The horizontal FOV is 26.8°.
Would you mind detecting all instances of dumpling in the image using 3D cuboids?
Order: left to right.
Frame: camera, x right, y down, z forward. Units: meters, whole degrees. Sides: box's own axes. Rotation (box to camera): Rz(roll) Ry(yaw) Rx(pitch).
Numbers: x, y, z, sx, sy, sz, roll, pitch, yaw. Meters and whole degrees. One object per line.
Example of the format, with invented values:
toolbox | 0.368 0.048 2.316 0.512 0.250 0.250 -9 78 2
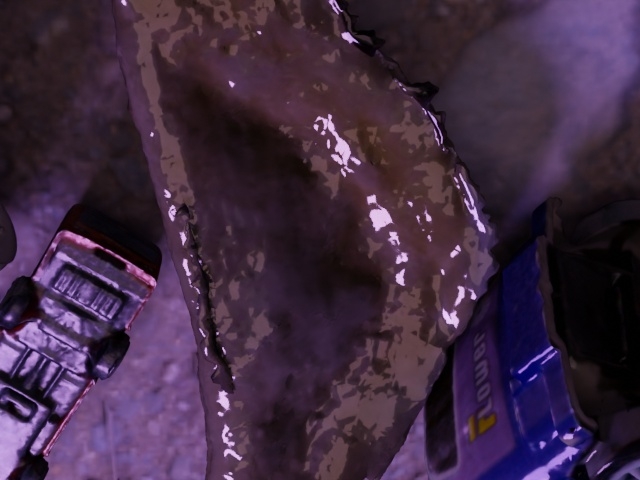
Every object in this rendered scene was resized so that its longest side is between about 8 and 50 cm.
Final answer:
dumpling | -0.004 -0.001 0.665 0.166 0.086 0.332 -11 113 -13

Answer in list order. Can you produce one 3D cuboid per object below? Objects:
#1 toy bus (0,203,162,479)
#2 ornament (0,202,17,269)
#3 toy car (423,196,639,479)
toy bus | -0.149 0.068 0.692 0.065 0.077 0.192 30 111 -12
ornament | -0.220 0.007 0.603 0.178 0.177 0.177 -1 114 -2
toy car | 0.166 0.104 0.687 0.235 0.172 0.158 30 127 -20
